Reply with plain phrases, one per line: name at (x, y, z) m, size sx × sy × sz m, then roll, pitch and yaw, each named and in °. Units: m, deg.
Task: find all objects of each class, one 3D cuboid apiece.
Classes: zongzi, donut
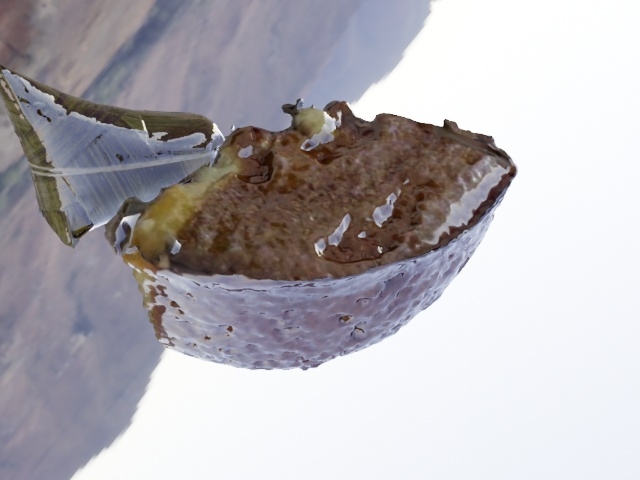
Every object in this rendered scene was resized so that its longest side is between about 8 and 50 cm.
zongzi at (-0.234, -0.143, 1.391) m, size 0.247 × 0.241 × 0.111 m, roll -25°, pitch -140°, yaw -16°
donut at (-0.003, 0.008, 0.649) m, size 0.186 × 0.144 × 0.126 m, roll -46°, pitch 156°, yaw -33°
